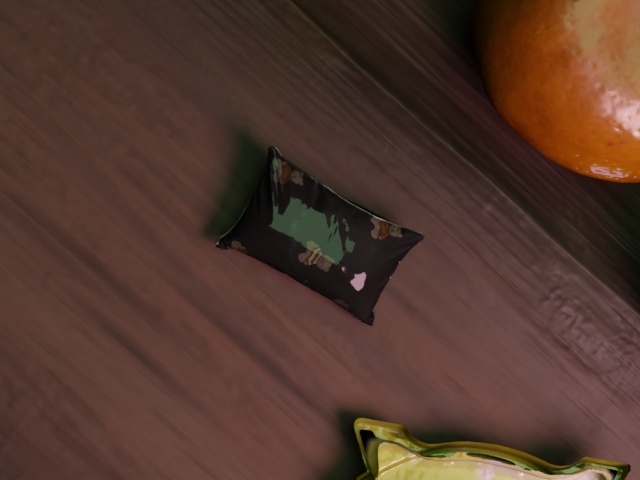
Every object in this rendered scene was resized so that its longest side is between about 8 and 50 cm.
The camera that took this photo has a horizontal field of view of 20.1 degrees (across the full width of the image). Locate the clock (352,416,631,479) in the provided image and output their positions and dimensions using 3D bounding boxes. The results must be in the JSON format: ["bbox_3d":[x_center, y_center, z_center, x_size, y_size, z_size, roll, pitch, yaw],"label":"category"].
[{"bbox_3d":[0.118,0.299,1.448,0.277,0.071,0.293,15,73,2],"label":"clock"}]

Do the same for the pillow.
[{"bbox_3d":[0.000,0.000,1.465,0.150,0.048,0.090,30,77,-9],"label":"pillow"}]

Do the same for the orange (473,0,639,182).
[{"bbox_3d":[0.241,-0.165,1.466,0.240,0.171,0.240,-1,98,-7],"label":"orange"}]
